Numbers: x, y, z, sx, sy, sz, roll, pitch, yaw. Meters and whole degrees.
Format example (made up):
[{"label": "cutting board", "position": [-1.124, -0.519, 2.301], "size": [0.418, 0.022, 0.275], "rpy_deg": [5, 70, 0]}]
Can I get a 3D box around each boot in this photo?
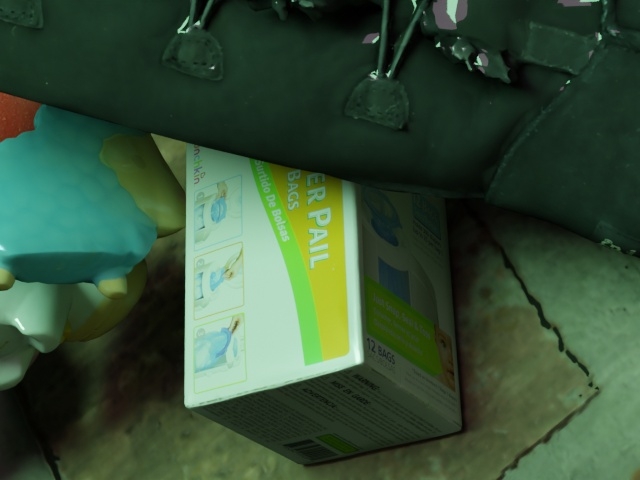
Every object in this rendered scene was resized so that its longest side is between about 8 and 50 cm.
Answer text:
[{"label": "boot", "position": [0.034, -0.204, 0.746], "size": [0.445, 0.146, 0.367], "rpy_deg": [16, 89, 5]}]

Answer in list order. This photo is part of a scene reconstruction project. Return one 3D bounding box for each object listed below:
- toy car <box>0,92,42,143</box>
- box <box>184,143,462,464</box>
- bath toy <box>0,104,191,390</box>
[{"label": "toy car", "position": [-0.272, -0.157, 1.029], "size": [0.219, 0.238, 0.210], "rpy_deg": [-28, 56, 20]}, {"label": "box", "position": [0.000, 0.000, 0.858], "size": [0.103, 0.114, 0.203], "rpy_deg": [-16, 60, 26]}, {"label": "bath toy", "position": [-0.214, 0.051, 0.935], "size": [0.348, 0.151, 0.129], "rpy_deg": [-41, 53, 37]}]
